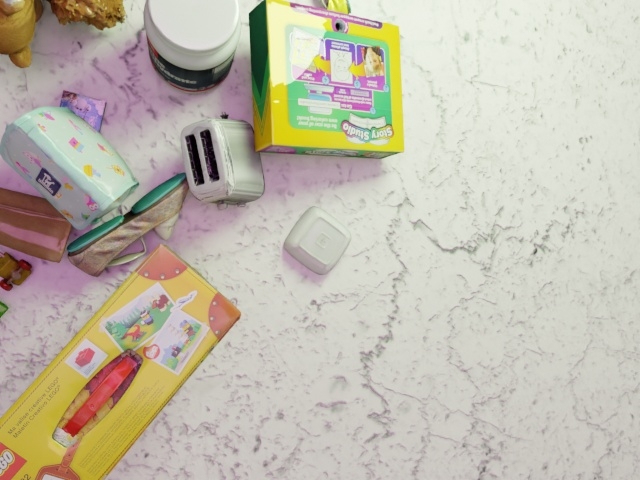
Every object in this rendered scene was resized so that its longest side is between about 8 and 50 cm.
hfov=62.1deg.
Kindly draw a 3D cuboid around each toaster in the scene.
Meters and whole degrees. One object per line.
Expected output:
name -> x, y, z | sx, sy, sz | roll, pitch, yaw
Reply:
toaster -> -0.217, -0.183, 1.178 | 0.129, 0.146, 0.227 | -9, 93, 25

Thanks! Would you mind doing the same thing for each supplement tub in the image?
supplement tub -> -0.269, -0.435, 1.118 | 0.191, 0.272, 0.191 | 0, 89, -15

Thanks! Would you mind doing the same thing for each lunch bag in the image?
lunch bag -> -0.489, -0.145, 1.054 | 0.160, 0.262, 0.223 | -42, 105, -5

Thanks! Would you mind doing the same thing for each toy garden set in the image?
toy garden set -> -0.751, 0.069, 1.104 | 0.244, 0.049, 0.204 | 41, 82, -10

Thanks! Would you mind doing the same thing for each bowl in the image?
bowl -> 0.000, 0.000, 1.301 | 0.142, 0.053, 0.142 | 38, 79, -12

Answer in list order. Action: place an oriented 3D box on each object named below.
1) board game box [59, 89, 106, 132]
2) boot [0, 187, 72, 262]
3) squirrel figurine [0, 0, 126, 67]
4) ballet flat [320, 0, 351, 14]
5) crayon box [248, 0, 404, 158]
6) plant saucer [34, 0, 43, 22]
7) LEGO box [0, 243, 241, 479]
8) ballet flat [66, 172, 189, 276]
board game box -> -0.531, -0.276, 1.177 | 0.090, 0.020, 0.090 | 12, 87, -15
boot -> -0.652, -0.097, 1.114 | 0.270, 0.089, 0.236 | 17, 74, -22
squirrel figurine -> -0.565, -0.531, 1.013 | 0.397, 0.281, 0.370 | -6, 70, -32
ballet flat -> 0.014, -0.658, 1.303 | 0.077, 0.077, 0.231 | -13, 95, 2
crayon box -> 0.022, -0.358, 1.238 | 0.363, 0.106, 0.313 | -2, 91, -31
plant saucer -> -0.648, -0.508, 1.152 | 0.083, 0.013, 0.083 | 0, 89, -16
LEGO box -> -0.401, 0.255, 1.026 | 0.193, 0.372, 0.500 | 42, 79, -11
ballet flat -> -0.400, -0.029, 1.181 | 0.316, 0.107, 0.106 | -34, 118, -8
